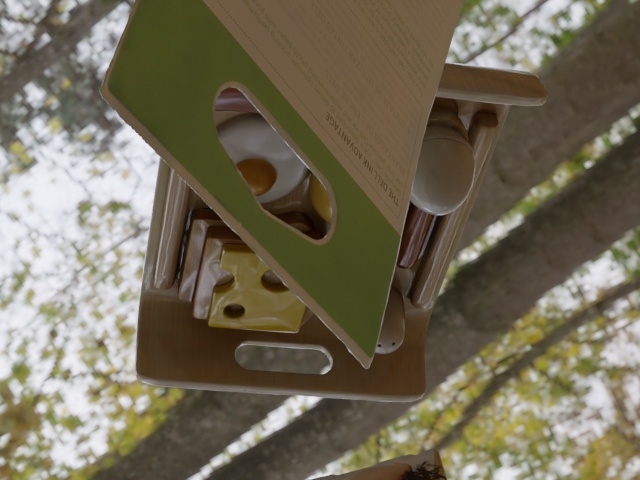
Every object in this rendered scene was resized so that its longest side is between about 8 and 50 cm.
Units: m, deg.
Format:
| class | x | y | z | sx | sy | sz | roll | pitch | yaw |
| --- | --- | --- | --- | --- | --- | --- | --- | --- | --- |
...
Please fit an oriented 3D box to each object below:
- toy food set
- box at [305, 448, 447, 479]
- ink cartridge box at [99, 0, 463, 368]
| class | x | y | z | sx | sy | sz | roll | pitch | yaw |
| --- | --- | --- | --- | --- | --- | --- | --- | --- | --- |
| toy food set | 0.000 | 0.000 | 0.890 | 0.220 | 0.306 | 0.092 | 5 | -135 | -11 |
| box | 0.044 | 0.203 | 0.593 | 0.232 | 0.087 | 0.058 | -109 | 6 | -48 |
| ink cartridge box | -0.013 | -0.093 | 0.510 | 0.171 | 0.056 | 0.235 | 47 | -130 | -42 |
